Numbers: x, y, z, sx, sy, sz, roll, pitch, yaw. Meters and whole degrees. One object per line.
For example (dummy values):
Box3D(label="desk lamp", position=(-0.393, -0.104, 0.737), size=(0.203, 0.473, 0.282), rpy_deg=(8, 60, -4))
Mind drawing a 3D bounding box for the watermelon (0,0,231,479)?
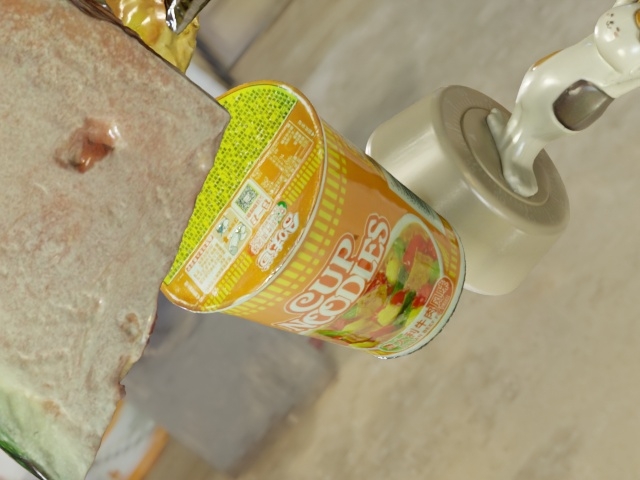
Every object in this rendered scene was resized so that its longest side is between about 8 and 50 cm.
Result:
Box3D(label="watermelon", position=(-0.140, -0.050, 0.741), size=(0.176, 0.256, 0.260), rpy_deg=(-12, 19, -22))

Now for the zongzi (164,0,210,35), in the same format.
Box3D(label="zongzi", position=(-0.074, -0.258, 0.777), size=(0.241, 0.248, 0.111), rpy_deg=(-38, 2, 31))

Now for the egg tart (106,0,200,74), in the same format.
Box3D(label="egg tart", position=(-0.201, -0.159, 1.111), size=(0.241, 0.241, 0.106), rpy_deg=(-54, 4, -5))

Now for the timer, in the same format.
Box3D(label="timer", position=(0.183, -0.101, 1.276), size=(0.266, 0.175, 0.175), rpy_deg=(-43, 18, 31))

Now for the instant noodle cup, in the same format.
Box3D(label="instant noodle cup", position=(0.000, 0.000, 1.115), size=(0.168, 0.185, 0.168), rpy_deg=(-22, 55, 35))
